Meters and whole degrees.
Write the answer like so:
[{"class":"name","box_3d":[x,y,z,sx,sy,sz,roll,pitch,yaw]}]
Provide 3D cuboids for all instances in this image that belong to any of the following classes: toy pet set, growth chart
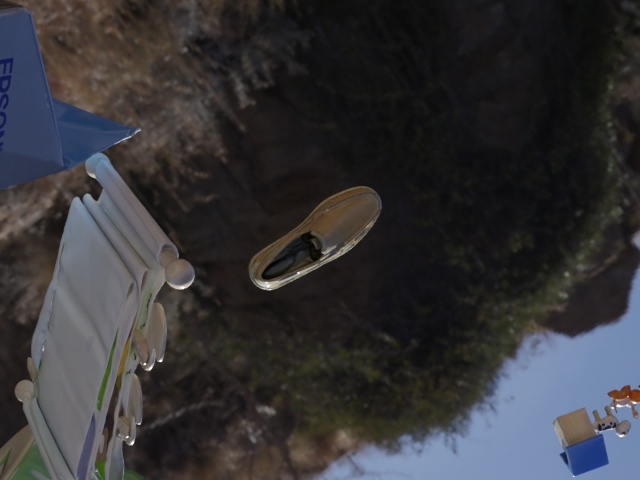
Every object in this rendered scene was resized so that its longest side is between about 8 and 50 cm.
[{"class":"toy pet set","box_3d":[0.319,0.208,1.200,0.114,0.065,0.122,-20,160,-2]},{"class":"growth chart","box_3d":[-0.142,0.068,0.678,0.172,0.021,0.237,54,-48,42]}]

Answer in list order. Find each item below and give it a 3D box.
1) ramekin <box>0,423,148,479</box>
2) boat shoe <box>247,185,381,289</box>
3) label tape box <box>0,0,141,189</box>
[{"class":"ramekin","box_3d":[-0.347,0.347,1.234,0.303,0.148,0.303,-45,-168,12]},{"class":"boat shoe","box_3d":[0.000,0.000,1.331,0.190,0.068,0.072,-38,-174,-8]},{"class":"label tape box","box_3d":[-0.284,-0.101,0.544,0.348,0.249,0.115,-31,140,-56]}]
